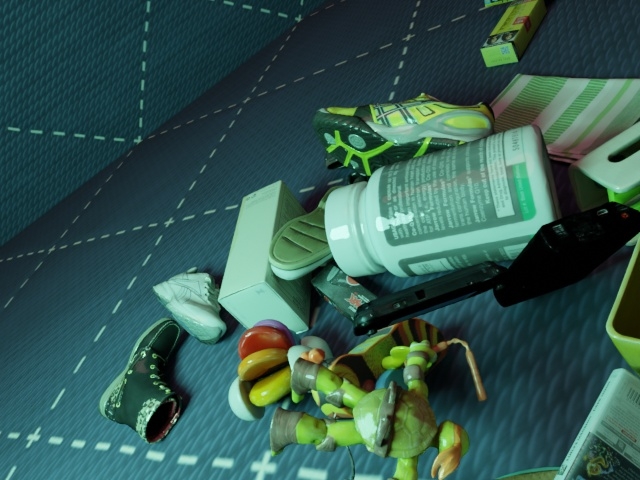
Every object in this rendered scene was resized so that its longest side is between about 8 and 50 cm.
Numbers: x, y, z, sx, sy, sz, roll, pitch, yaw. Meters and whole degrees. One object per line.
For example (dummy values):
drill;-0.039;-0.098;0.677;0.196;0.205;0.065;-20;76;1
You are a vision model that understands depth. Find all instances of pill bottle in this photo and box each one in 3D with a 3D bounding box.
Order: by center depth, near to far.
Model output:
pill bottle;0.202;-0.049;0.835;0.361;0.204;0.204;-12;42;28

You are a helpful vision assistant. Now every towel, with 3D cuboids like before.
towel;0.476;-0.255;0.989;0.248;0.038;0.325;-46;36;-15

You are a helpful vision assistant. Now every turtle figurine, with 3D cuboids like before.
turtle figurine;0.060;0.205;0.515;0.217;0.087;0.270;7;55;16

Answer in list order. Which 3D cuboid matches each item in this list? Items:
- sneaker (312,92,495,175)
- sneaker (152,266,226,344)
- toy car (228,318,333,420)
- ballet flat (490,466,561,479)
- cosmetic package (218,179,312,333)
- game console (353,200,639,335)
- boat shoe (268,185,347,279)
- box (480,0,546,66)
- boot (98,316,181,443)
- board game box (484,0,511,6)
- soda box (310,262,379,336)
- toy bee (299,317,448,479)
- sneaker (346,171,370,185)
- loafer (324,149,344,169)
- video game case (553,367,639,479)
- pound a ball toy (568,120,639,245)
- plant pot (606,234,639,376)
sneaker;0.163;-0.220;1.001;0.384;0.145;0.147;16;63;26
sneaker;-0.284;0.132;1.119;0.129;0.111;0.297;-41;36;-17
toy car;-0.076;0.197;0.809;0.159;0.136;0.182;-31;-6;9
ballet flat;0.153;0.321;0.511;0.342;0.116;0.124;-17;7;26
cosmetic package;-0.099;0.036;1.027;0.113;0.160;0.309;-21;37;22
game console;0.213;0.059;0.636;0.361;0.213;0.044;-18;65;-4
boat shoe;0.000;0.000;0.978;0.113;0.103;0.302;25;39;19
box;0.506;-0.548;1.279;0.087;0.058;0.232;8;53;46
boot;-0.329;0.281;1.004;0.178;0.085;0.236;9;59;41
board game box;0.564;-0.701;1.355;0.170;0.048;0.141;-21;23;-8
soda box;0.052;0.106;0.911;0.060;0.053;0.169;-43;36;-10
toy bee;0.060;0.183;0.658;0.195;0.162;0.298;-35;7;31
sneaker;0.101;-0.102;1.090;0.063;0.075;0.170;-34;36;2
loafer;0.140;-0.220;1.185;0.302;0.109;0.095;2;71;37
video game case;0.321;0.247;0.454;0.190;0.022;0.173;38;71;9
pound a ball toy;0.524;-0.172;0.707;0.319;0.208;0.136;-34;36;4
plant pot;0.446;0.085;0.495;0.212;0.187;0.212;10;56;45
